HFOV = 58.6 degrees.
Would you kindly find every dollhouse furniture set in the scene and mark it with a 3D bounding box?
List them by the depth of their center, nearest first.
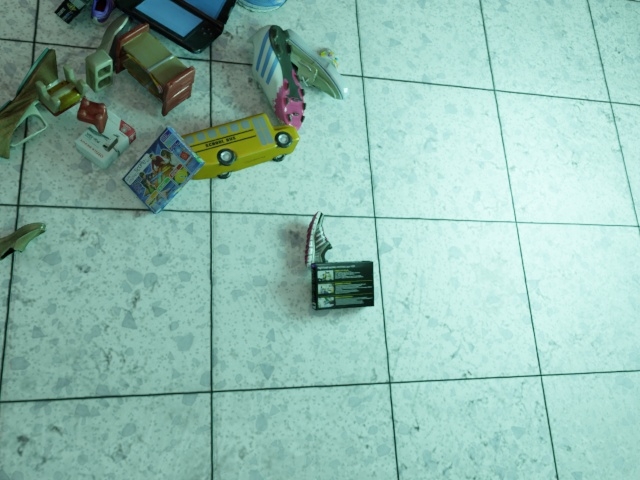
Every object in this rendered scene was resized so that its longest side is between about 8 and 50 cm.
[{"bbox_3d":[-0.550,-0.411,1.570,0.201,0.152,0.374,45,62,1],"label":"dollhouse furniture set"}]

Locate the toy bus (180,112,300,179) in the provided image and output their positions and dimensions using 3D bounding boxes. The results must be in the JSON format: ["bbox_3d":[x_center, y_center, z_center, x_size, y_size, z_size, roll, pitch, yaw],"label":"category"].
[{"bbox_3d":[-0.235,-0.274,1.660,0.333,0.108,0.130,-21,78,-20],"label":"toy bus"}]

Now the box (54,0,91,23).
[{"bbox_3d":[-0.659,-0.740,1.649,0.051,0.175,0.220,42,64,-32],"label":"box"}]

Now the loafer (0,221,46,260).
[{"bbox_3d":[-0.766,0.004,1.454,0.148,0.056,0.050,-30,84,-12],"label":"loafer"}]

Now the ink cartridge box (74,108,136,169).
[{"bbox_3d":[-0.596,-0.280,1.586,0.099,0.056,0.135,37,67,-3],"label":"ink cartridge box"}]

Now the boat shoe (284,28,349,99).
[{"bbox_3d":[-0.036,-0.541,1.814,0.094,0.109,0.302,-44,79,-8],"label":"boat shoe"}]

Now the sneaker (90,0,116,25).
[{"bbox_3d":[-0.633,-0.721,1.705,0.068,0.071,0.169,19,68,-9],"label":"sneaker"}]

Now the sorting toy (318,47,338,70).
[{"bbox_3d":[0.030,-0.604,1.879,0.083,0.045,0.075,25,49,-7],"label":"sorting toy"}]

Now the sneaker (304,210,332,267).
[{"bbox_3d":[0.000,0.000,1.666,0.075,0.063,0.170,10,76,-12],"label":"sneaker"}]

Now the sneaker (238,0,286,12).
[{"bbox_3d":[-0.251,-0.848,1.812,0.330,0.147,0.129,22,69,-9],"label":"sneaker"}]

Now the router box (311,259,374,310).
[{"bbox_3d":[0.065,0.127,1.632,0.179,0.046,0.133,-2,93,-17],"label":"router box"}]

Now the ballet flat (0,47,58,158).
[{"bbox_3d":[-0.783,-0.358,1.539,0.124,0.116,0.342,37,66,-24],"label":"ballet flat"}]

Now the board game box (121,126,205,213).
[{"bbox_3d":[-0.429,-0.189,1.554,0.201,0.035,0.136,-43,88,16],"label":"board game box"}]

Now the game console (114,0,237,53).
[{"bbox_3d":[-0.419,-0.743,1.709,0.293,0.173,0.250,30,47,-4],"label":"game console"}]

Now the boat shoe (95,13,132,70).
[{"bbox_3d":[-0.601,-0.588,1.691,0.065,0.075,0.206,46,51,-46],"label":"boat shoe"}]

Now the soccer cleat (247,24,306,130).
[{"bbox_3d":[-0.139,-0.490,1.765,0.116,0.143,0.331,-18,99,-53],"label":"soccer cleat"}]
